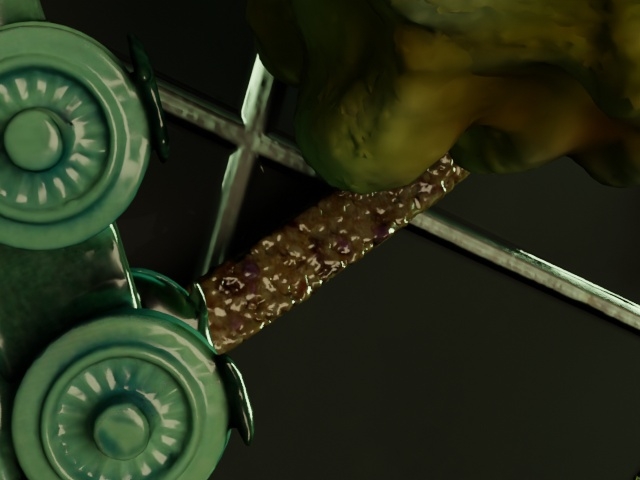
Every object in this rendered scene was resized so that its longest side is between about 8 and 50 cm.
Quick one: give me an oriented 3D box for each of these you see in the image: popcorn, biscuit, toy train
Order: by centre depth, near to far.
[{"bbox_3d":[-0.119,0.020,0.359,0.163,0.112,0.203,-17,99,-8],"label":"toy train"},{"bbox_3d":[0.051,-0.163,0.428,0.325,0.321,0.290,3,95,-4],"label":"popcorn"},{"bbox_3d":[0.000,0.000,0.504,0.199,0.064,0.034,-34,91,-31],"label":"biscuit"}]

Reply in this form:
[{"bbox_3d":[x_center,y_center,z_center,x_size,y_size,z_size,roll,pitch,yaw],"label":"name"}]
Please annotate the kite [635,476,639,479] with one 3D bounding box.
[{"bbox_3d":[0.245,0.133,0.737,0.122,0.004,0.090,-35,112,-33],"label":"kite"}]
